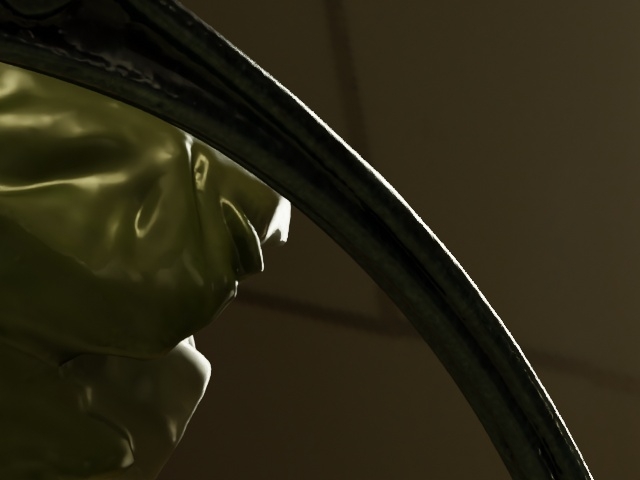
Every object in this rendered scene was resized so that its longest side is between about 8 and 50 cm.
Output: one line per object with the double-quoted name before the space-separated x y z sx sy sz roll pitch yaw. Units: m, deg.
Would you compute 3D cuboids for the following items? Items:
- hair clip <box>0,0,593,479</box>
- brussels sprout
"hair clip" 0.000 0.000 0.393 0.229 0.070 0.039 41 -6 -17
"brussels sprout" -0.262 0.049 1.031 0.361 0.425 0.342 36 -9 -9
